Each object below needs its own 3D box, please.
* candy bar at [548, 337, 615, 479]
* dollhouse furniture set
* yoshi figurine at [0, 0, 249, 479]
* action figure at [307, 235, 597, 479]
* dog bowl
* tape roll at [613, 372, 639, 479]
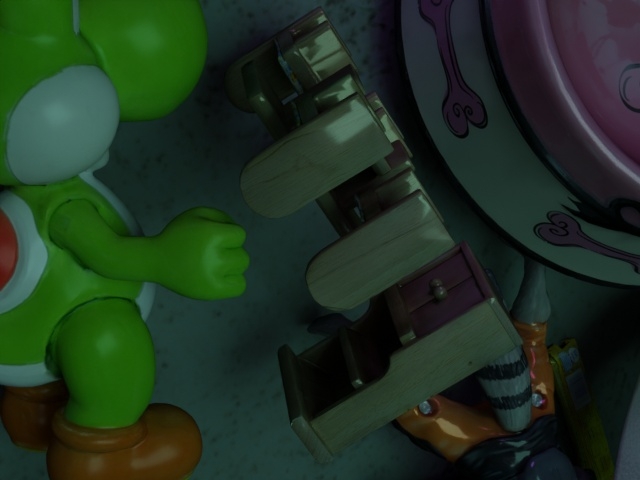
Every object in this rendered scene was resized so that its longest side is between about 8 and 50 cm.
[{"bbox_3d":[0.229,0.158,1.345,0.040,0.018,0.161,-31,113,-24],"label":"candy bar"},{"bbox_3d":[0.000,0.000,1.031,0.161,0.212,0.242,-31,113,7],"label":"dollhouse furniture set"},{"bbox_3d":[-0.135,-0.031,0.990,0.203,0.203,0.362,1,114,10],"label":"yoshi figurine"},{"bbox_3d":[0.111,0.193,1.192,0.341,0.178,0.330,-26,97,-32],"label":"action figure"},{"bbox_3d":[0.270,-0.171,1.154,0.408,0.150,0.408,2,85,-20],"label":"dog bowl"},{"bbox_3d":[0.364,0.217,1.321,0.392,0.072,0.392,-11,104,-52],"label":"tape roll"}]
